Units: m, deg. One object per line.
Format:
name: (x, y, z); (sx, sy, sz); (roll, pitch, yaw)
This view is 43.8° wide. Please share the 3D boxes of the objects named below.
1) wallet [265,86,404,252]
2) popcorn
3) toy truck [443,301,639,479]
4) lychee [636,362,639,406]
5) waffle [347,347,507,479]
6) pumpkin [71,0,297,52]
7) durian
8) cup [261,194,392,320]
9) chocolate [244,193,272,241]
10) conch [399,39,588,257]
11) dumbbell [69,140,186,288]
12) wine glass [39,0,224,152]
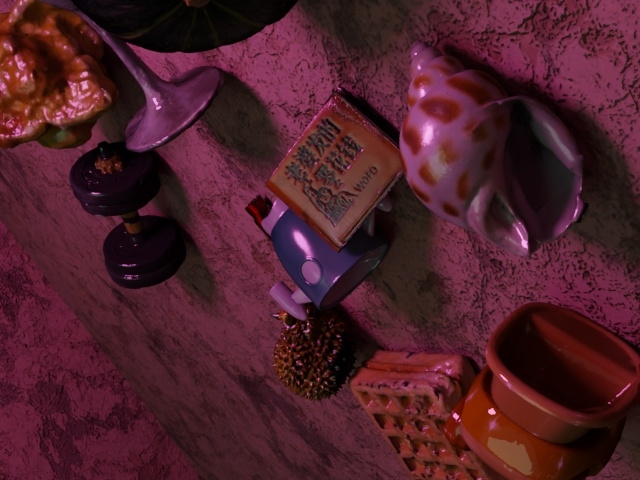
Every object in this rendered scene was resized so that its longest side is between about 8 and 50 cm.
wallet: (0.024, -0.102, 1.162); (0.161, 0.042, 0.195); (43, 113, 8)
popcorn: (-0.520, -0.329, 1.498); (0.321, 0.290, 0.326); (8, 113, -5)
toy truck: (0.306, 0.223, 1.080); (0.204, 0.288, 0.212); (34, 122, 27)
lychee: (0.458, 0.160, 0.791); (0.275, 0.275, 0.304); (18, 110, 40)
waffle: (0.244, 0.370, 1.467); (0.261, 0.114, 0.376); (-13, 115, 53)
pumpkin: (-0.156, -0.365, 0.910); (0.323, 0.323, 0.241); (101, 154, -54)
durian: (-0.004, 0.203, 1.509); (0.137, 0.193, 0.237); (20, 160, 29)
cup: (0.000, 0.000, 1.300); (0.173, 0.167, 0.300); (46, 123, 15)
chocolate: (-0.072, -0.006, 1.504); (0.182, 0.028, 0.086); (50, 147, -2)
conch: (0.183, -0.113, 0.943); (0.275, 0.182, 0.149); (62, 179, -12)
dumbbell: (-0.412, -0.052, 1.727); (0.185, 0.185, 0.388); (26, 144, 32)
wine glass: (-0.345, -0.341, 1.203); (0.267, 0.267, 0.406); (7, 144, 48)
